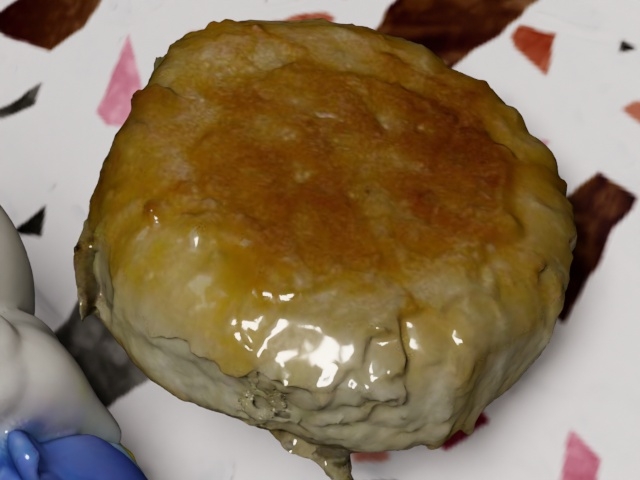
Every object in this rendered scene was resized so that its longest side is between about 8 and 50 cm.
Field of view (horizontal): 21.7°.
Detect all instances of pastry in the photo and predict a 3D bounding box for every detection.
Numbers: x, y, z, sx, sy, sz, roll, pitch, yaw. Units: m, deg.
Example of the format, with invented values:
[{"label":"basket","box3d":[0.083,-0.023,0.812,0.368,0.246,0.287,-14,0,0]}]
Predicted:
[{"label":"pastry","box3d":[0.004,-0.003,0.830,0.235,0.121,0.257,17,46,2]}]

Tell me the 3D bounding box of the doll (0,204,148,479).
[{"label":"doll","box3d":[-0.181,0.104,0.824,0.187,0.376,0.366,-36,80,0]}]
